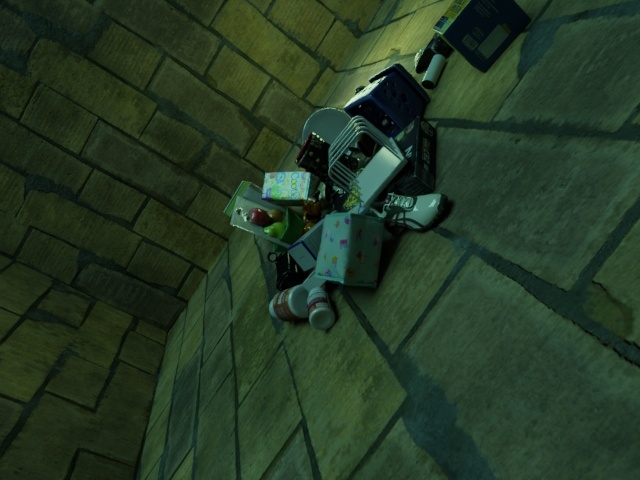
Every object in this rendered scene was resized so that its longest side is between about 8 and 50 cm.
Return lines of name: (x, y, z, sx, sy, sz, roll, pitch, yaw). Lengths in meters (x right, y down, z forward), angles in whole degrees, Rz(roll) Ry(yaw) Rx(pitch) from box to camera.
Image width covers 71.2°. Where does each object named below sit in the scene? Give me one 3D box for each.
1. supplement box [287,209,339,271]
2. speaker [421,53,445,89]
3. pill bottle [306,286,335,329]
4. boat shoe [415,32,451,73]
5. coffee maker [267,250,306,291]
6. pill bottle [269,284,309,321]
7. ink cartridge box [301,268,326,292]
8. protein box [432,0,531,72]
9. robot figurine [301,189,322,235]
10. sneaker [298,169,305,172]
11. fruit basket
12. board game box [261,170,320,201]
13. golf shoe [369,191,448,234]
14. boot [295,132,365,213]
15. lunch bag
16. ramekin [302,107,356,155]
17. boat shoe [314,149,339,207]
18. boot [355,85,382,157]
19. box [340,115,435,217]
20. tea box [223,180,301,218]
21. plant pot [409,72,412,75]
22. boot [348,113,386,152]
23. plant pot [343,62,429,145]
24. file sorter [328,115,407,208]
supplement box: (0.000, 0.000, 1.672, 0.220, 0.114, 0.111, -44, 8, -34)
speaker: (0.447, -0.666, 1.769, 0.055, 0.055, 0.136, -12, 50, 64)
pill bottle: (-0.002, 0.223, 1.498, 0.086, 0.086, 0.152, -52, 20, 17)
boat shoe: (0.480, -0.781, 1.804, 0.285, 0.102, 0.093, -35, 35, 55)
coffee maker: (-0.137, 0.135, 1.828, 0.178, 0.171, 0.120, -99, 18, -65)
pill bottle: (-0.109, 0.240, 1.675, 0.216, 0.121, 0.121, -27, 37, 56)
ink cartridge box: (0.003, 0.122, 1.615, 0.099, 0.056, 0.135, -46, 1, 32)
protein box: (0.514, -0.697, 1.441, 0.201, 0.199, 0.136, -49, 22, 24)
robot figurine: (-0.036, -0.109, 1.929, 0.291, 0.084, 0.211, -90, 4, -79)
sneaker: (-0.027, -0.327, 2.371, 0.136, 0.116, 0.314, -46, 28, 5)
fruit basket: (-0.257, -0.072, 2.157, 0.327, 0.352, 0.166, -99, 30, -60)
board game box: (-0.132, -0.248, 2.188, 0.275, 0.144, 0.142, 4, 82, 33)
golf shoe: (0.249, -0.088, 1.309, 0.272, 0.120, 0.105, -19, 41, 59)
boot: (0.029, -0.251, 1.821, 0.138, 0.284, 0.378, -33, 32, 50)
lunch bag: (0.074, 0.027, 1.420, 0.262, 0.160, 0.224, 2, 85, 64)
ramekin: (0.043, -0.515, 2.232, 0.273, 0.272, 0.127, -55, 8, 10)
boat shoe: (0.056, -0.296, 2.101, 0.098, 0.109, 0.303, -10, 57, 57)
boot: (0.195, -0.502, 1.893, 0.090, 0.248, 0.207, 1, 60, 33)
box: (0.226, -0.202, 1.560, 0.395, 0.097, 0.319, -37, 31, 44)
tea box: (-0.326, -0.148, 2.456, 0.220, 0.328, 0.323, -58, 21, -1)
plant pot: (0.364, -0.710, 2.003, 0.081, 0.081, 0.083, -44, 34, 34)
boot: (0.215, -0.516, 2.079, 0.209, 0.076, 0.189, -55, 5, -10)
plant pot: (0.272, -0.538, 1.759, 0.212, 0.236, 0.236, -56, 20, -13)
file sorter: (0.135, -0.270, 1.448, 0.193, 0.173, 0.278, -49, 16, 20)
